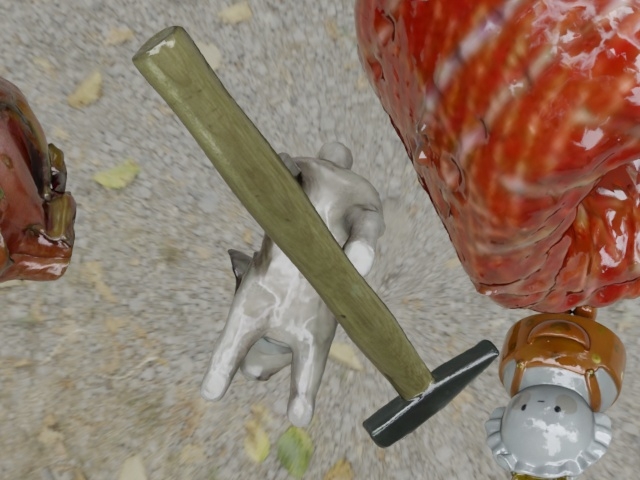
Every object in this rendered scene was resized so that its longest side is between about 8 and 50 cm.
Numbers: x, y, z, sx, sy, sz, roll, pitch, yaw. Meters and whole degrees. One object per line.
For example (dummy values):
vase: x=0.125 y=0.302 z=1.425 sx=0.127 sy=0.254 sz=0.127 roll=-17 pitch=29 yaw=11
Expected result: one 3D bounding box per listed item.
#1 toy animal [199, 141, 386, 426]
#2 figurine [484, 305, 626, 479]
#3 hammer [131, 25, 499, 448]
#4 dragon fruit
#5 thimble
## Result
toy animal: x=-0.029 y=0.040 z=1.641 sx=0.194 sy=0.303 sz=0.344 roll=21 pitch=110 yaw=-4
figurine: x=0.255 y=0.178 z=1.348 sx=0.143 sy=0.143 sz=0.271 roll=12 pitch=65 yaw=3
hammer: x=0.000 y=0.000 z=0.445 sx=0.062 sy=0.013 sz=0.199 roll=-36 pitch=124 yaw=1
dragon fruit: x=-0.337 y=-0.063 z=0.924 sx=0.315 sy=0.250 sz=0.250 roll=6 pitch=86 yaw=-41
thimble: x=0.203 y=-0.125 z=0.805 sx=0.350 sy=0.350 sz=0.231 roll=-24 pitch=65 yaw=1
